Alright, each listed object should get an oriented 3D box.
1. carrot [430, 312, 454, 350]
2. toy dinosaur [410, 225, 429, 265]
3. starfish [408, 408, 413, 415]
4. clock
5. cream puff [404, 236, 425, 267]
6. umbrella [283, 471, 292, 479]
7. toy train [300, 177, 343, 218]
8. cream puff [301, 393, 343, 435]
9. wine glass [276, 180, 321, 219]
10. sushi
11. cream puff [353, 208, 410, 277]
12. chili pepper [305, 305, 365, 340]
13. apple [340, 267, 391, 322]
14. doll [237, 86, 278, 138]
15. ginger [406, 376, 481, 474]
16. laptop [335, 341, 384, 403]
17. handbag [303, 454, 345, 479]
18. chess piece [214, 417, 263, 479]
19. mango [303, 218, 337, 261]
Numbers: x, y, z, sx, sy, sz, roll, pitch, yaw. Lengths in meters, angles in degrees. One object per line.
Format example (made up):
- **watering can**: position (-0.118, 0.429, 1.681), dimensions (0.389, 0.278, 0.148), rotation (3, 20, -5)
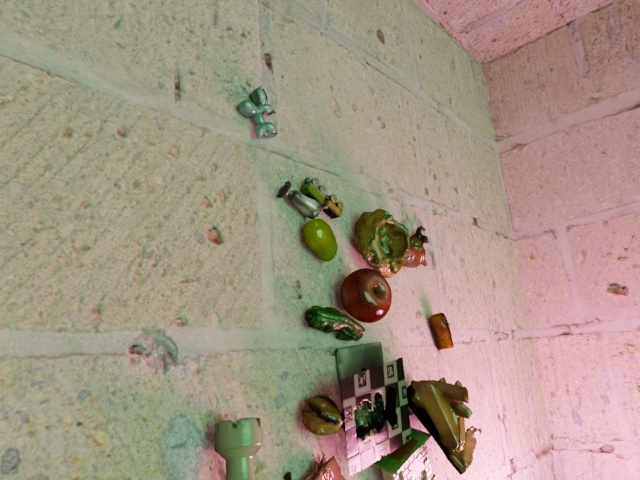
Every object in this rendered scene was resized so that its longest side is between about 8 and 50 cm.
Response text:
- **carrot**: position (0.548, 0.415, 2.108), dimensions (0.082, 0.082, 0.173), rotation (-17, 88, -50)
- **toy dinosaur**: position (0.458, 0.024, 2.193), dimensions (0.179, 0.087, 0.187), rotation (11, 82, -85)
- **starfish**: position (0.256, 0.633, 1.726), dimensions (0.176, 0.053, 0.208), rotation (-32, 100, -41)
- **clock**: position (0.315, 0.849, 1.671), dimensions (0.220, 0.106, 0.255), rotation (-24, 106, -41)
- **cream puff**: position (0.391, 0.045, 2.028), dimensions (0.144, 0.126, 0.103), rotation (59, 26, -29)
- **umbrella**: position (-0.087, 0.699, 1.342), dimensions (0.031, 0.020, 0.083), rotation (-29, 102, -83)
- **toy train**: position (0.008, -0.151, 1.714), dimensions (0.202, 0.060, 0.081), rotation (40, 57, -33)
- **cream puff**: position (0.005, 0.541, 1.428), dimensions (0.104, 0.133, 0.119), rotation (-62, 171, 7)
- **wine glass**: position (-0.073, -0.137, 1.611), dimensions (0.155, 0.072, 0.072), rotation (34, 54, -36)
- **sushi**: position (0.156, 0.571, 1.568), dimensions (0.373, 0.100, 0.296), rotation (0, 83, -50)
- **cream puff**: position (0.262, 0.004, 1.851), dimensions (0.282, 0.185, 0.282), rotation (24, 57, -45)
- **chili pepper**: position (0.056, 0.283, 1.584), dimensions (0.253, 0.099, 0.083), rotation (31, 46, -38)
- **apple**: position (0.160, 0.203, 1.692), dimensions (0.201, 0.162, 0.201), rotation (19, 57, -32)
- **doll**: position (-0.201, -0.416, 1.567), dimensions (0.158, 0.059, 0.159), rotation (46, 46, -28)
- **ginger**: position (0.499, 0.653, 1.741), dimensions (0.358, 0.211, 0.413), rotation (55, 6, 37)
- **laptop**: position (0.152, 0.474, 1.691), dimensions (0.269, 0.015, 0.188), rotation (6, 73, -47)
- **handbag**: position (-0.006, 0.759, 1.368), dimensions (0.212, 0.059, 0.157), rotation (-34, 110, -48)
- **chess piece**: position (-0.195, 0.598, 1.142), dimensions (0.194, 0.194, 0.299), rotation (18, 55, -44)
- **mango**: position (0.001, -0.005, 1.640), dimensions (0.163, 0.089, 0.117), rotation (53, 35, -39)
